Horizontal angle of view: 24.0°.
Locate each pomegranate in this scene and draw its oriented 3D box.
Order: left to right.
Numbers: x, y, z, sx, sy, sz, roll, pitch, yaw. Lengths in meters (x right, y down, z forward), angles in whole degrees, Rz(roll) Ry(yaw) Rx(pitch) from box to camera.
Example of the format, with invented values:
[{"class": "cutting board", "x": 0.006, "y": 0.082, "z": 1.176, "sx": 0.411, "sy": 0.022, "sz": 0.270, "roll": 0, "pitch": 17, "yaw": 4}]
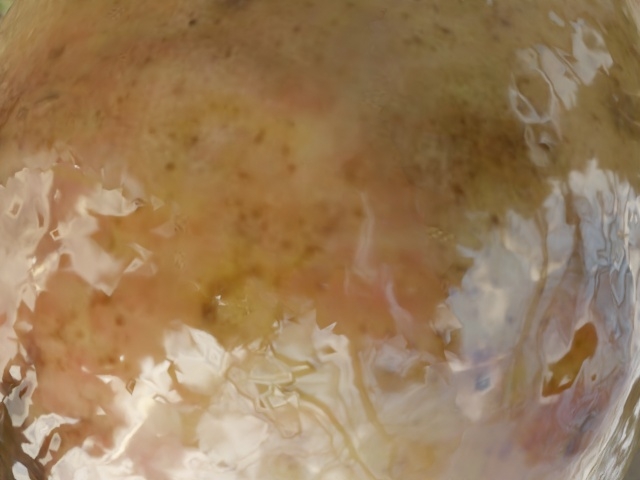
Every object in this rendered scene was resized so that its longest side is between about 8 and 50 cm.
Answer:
[{"class": "pomegranate", "x": 0.000, "y": 0.000, "z": 0.569, "sx": 0.322, "sy": 0.322, "sz": 0.322, "roll": -25, "pitch": 169, "yaw": -5}]
